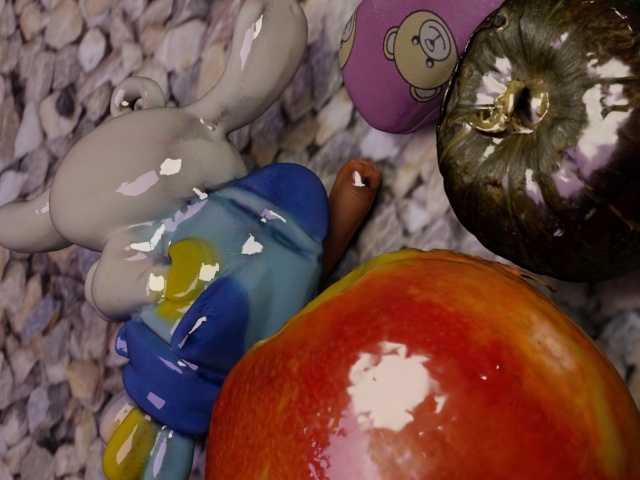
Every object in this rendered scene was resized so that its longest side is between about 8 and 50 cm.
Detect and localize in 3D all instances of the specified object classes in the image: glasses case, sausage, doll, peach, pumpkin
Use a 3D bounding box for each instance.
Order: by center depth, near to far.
[{"bbox_3d":[0.190,-0.083,1.448,0.238,0.159,0.238,-2,88,49],"label":"pumpkin"},{"bbox_3d":[0.089,0.197,1.454,0.373,0.290,0.372,0,92,3],"label":"peach"},{"bbox_3d":[0.128,-0.209,1.565,0.316,0.076,0.123,-43,58,35],"label":"glasses case"},{"bbox_3d":[-0.110,0.019,1.680,0.376,0.187,0.365,-46,57,46],"label":"doll"},{"bbox_3d":[0.000,-0.001,1.710,0.176,0.047,0.040,-56,25,29],"label":"sausage"}]

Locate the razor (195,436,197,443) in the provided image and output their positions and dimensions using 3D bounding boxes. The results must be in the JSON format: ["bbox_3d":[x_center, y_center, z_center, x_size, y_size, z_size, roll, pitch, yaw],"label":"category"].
[{"bbox_3d":[-0.121,0.041,1.828,0.056,0.093,0.324,-2,93,9],"label":"razor"}]
